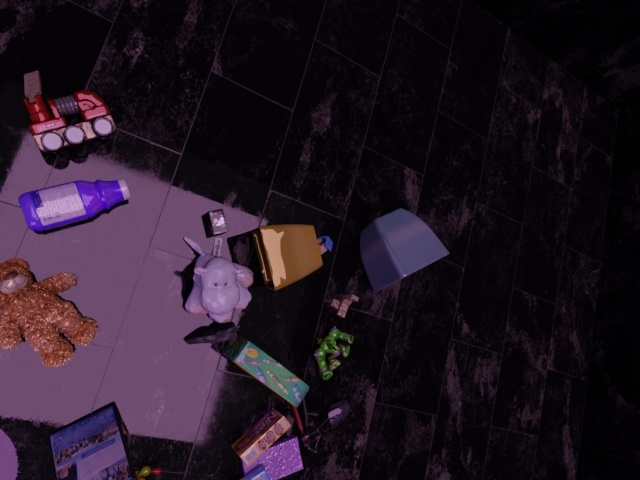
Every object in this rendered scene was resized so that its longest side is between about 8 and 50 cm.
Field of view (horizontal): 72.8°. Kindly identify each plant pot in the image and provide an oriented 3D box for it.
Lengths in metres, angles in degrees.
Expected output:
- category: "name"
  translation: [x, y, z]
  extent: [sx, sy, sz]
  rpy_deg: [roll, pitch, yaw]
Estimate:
- category: "plant pot"
  translation: [0.299, 0.023, 1.721]
  extent: [0.247, 0.248, 0.252]
  rpy_deg: [-22, 79, -26]
- category: "plant pot"
  translation: [-0.111, 0.040, 1.501]
  extent: [0.187, 0.212, 0.212]
  rpy_deg: [-14, 92, -15]

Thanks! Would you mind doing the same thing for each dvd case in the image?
- category: "dvd case"
  translation: [-0.633, 0.604, 1.207]
  extent: [0.180, 0.253, 0.022]
  rpy_deg: [-22, 136, -24]

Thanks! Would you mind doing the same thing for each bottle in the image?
- category: "bottle"
  translation: [-0.723, -0.118, 1.295]
  extent: [0.283, 0.092, 0.118]
  rpy_deg: [-22, 96, -27]

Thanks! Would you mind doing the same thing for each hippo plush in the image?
- category: "hippo plush"
  translation: [-0.304, 0.126, 1.401]
  extent: [0.234, 0.236, 0.294]
  rpy_deg: [1, 85, -26]

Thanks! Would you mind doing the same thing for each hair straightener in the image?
- category: "hair straightener"
  translation: [-0.041, 0.665, 1.589]
  extent: [0.089, 0.047, 0.230]
  rpy_deg: [-20, 95, -26]

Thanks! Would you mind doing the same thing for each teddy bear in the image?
- category: "teddy bear"
  translation: [-0.792, 0.199, 1.221]
  extent: [0.245, 0.113, 0.338]
  rpy_deg: [-26, 97, -28]

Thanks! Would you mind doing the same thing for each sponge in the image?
- category: "sponge"
  translation: [-0.167, 0.778, 1.524]
  extent: [0.210, 0.031, 0.117]
  rpy_deg: [-9, 90, -27]

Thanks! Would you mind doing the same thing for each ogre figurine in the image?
- category: "ogre figurine"
  translation: [0.046, 0.409, 1.632]
  extent: [0.197, 0.097, 0.118]
  rpy_deg: [-41, 115, -12]

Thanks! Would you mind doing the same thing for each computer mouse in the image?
- category: "computer mouse"
  translation: [0.027, 0.668, 1.601]
  extent: [0.242, 0.041, 0.071]
  rpy_deg: [-28, 105, -38]

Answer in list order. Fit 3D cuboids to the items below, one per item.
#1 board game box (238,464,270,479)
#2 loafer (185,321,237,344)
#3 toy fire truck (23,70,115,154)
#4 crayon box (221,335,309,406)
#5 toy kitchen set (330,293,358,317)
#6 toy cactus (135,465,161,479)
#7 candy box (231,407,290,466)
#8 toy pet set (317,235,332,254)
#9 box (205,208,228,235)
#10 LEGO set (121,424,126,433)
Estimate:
- category: "board game box"
  translation: [-0.223, 0.886, 1.457]
  extent: [0.160, 0.039, 0.211]
  rpy_deg: [-25, 109, -23]
- category: "loafer"
  translation: [-0.359, 0.322, 1.436]
  extent: [0.170, 0.062, 0.061]
  rpy_deg: [-12, 113, 1]
- category: "toy fire truck"
  translation: [-0.764, -0.398, 1.287]
  extent: [0.217, 0.158, 0.246]
  rpy_deg: [-27, 108, -26]
- category: "crayon box"
  translation: [-0.188, 0.439, 1.470]
  extent: [0.278, 0.165, 0.081]
  rpy_deg: [42, 69, -17]
- category: "toy kitchen set"
  translation: [0.089, 0.246, 1.678]
  extent: [0.068, 0.075, 0.083]
  rpy_deg: [29, 69, -20]
- category: "toy cactus"
  translation: [-0.582, 0.772, 1.282]
  extent: [0.180, 0.112, 0.219]
  rpy_deg: [23, 72, -16]
- category: "candy box"
  translation: [-0.201, 0.663, 1.474]
  extent: [0.187, 0.109, 0.053]
  rpy_deg: [-38, 102, -24]
- category: "toy pet set"
  translation: [0.000, 0.000, 1.634]
  extent: [0.065, 0.122, 0.114]
  rpy_deg: [-40, 132, 1]
- category: "box"
  translation: [-0.357, -0.062, 1.490]
  extent: [0.052, 0.062, 0.083]
  rpy_deg: [-13, 92, -26]
- category: "LEGO set"
  translation: [-0.662, 0.677, 1.249]
  extent: [0.107, 0.132, 0.287]
  rpy_deg: [61, 34, -29]
